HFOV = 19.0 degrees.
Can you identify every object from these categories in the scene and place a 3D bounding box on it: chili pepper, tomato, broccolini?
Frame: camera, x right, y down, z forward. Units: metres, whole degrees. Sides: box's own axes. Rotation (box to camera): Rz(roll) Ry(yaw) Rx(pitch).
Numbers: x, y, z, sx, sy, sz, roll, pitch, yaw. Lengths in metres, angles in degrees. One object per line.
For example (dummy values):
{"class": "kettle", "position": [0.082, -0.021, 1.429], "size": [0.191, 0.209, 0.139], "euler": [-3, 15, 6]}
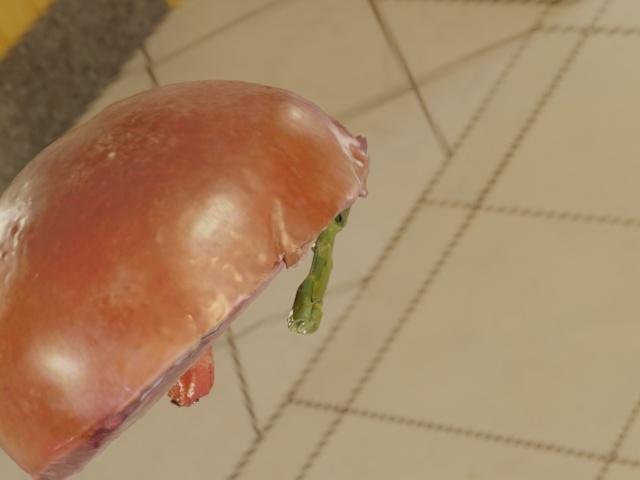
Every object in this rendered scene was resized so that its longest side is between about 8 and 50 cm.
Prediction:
{"class": "chili pepper", "position": [-0.145, 0.107, 1.966], "size": [0.070, 0.123, 0.073], "euler": [6, 48, 14]}
{"class": "tomato", "position": [-0.118, -0.005, 1.291], "size": [0.335, 0.176, 0.289], "euler": [-43, 6, -13]}
{"class": "broccolini", "position": [-0.007, 0.002, 1.626], "size": [0.057, 0.071, 0.254], "euler": [-20, 23, 23]}
